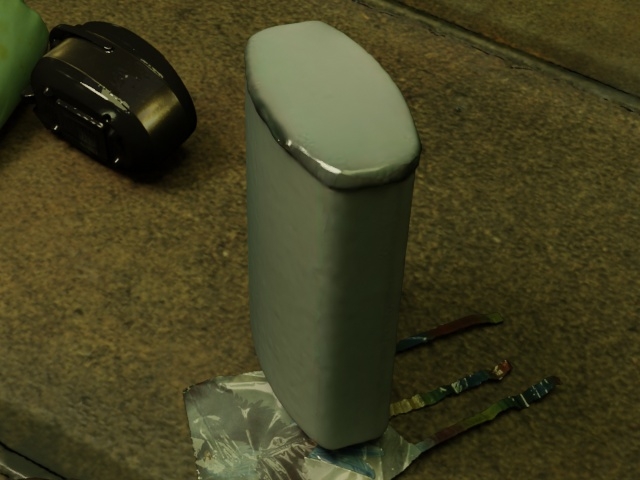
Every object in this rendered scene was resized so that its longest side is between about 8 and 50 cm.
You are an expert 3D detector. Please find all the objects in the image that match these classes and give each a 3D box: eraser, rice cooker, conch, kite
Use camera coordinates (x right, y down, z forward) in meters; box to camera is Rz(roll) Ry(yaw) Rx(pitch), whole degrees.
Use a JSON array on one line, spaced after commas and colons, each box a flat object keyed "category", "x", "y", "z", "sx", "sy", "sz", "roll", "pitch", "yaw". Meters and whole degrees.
[{"category": "eraser", "x": 0.000, "y": 0.000, "z": 0.938, "sx": 0.104, "sy": 0.290, "sz": 0.189, "roll": -16, "pitch": 47, "yaw": -18}, {"category": "rice cooker", "x": -0.196, "y": -0.134, "z": 1.157, "sx": 0.165, "sy": 0.112, "sz": 0.106, "roll": 26, "pitch": 59, "yaw": 16}, {"category": "conch", "x": -0.359, "y": -0.150, "z": 1.166, "sx": 0.143, "sy": 0.137, "sz": 0.251, "roll": 32, "pitch": 71, "yaw": -13}, {"category": "kite", "x": 0.039, "y": 0.133, "z": 1.023, "sx": 0.310, "sy": 0.015, "sz": 0.169, "roll": -23, "pitch": 56, "yaw": -22}]

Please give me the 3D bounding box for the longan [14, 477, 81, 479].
[{"category": "longan", "x": -0.181, "y": 0.243, "z": 0.812, "sx": 0.189, "sy": 0.189, "sz": 0.189, "roll": 3, "pitch": 50, "yaw": -3}]
